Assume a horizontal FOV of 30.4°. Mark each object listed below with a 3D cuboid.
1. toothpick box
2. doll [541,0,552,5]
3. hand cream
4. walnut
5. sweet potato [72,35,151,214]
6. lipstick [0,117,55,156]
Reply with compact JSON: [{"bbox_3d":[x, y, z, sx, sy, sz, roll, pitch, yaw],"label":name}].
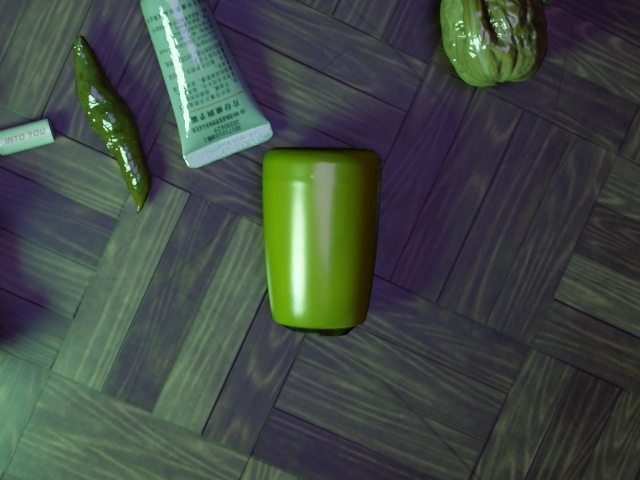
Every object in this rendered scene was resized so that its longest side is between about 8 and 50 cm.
[{"bbox_3d":[0.000,0.000,1.733,0.175,0.175,0.271,1,96,-6],"label":"toothpick box"},{"bbox_3d":[0.315,-0.448,1.788,0.115,0.050,0.190,-26,97,-31],"label":"doll"},{"bbox_3d":[-0.180,-0.273,1.741,0.139,0.089,0.314,-19,99,-4],"label":"hand cream"},{"bbox_3d":[0.256,-0.322,1.754,0.155,0.155,0.184,-14,93,-5],"label":"walnut"},{"bbox_3d":[-0.306,-0.171,1.745,0.067,0.067,0.274,-23,97,-4],"label":"sweet potato"},{"bbox_3d":[-0.460,-0.146,1.740,0.130,0.038,0.038,-16,95,-5],"label":"lipstick"}]
